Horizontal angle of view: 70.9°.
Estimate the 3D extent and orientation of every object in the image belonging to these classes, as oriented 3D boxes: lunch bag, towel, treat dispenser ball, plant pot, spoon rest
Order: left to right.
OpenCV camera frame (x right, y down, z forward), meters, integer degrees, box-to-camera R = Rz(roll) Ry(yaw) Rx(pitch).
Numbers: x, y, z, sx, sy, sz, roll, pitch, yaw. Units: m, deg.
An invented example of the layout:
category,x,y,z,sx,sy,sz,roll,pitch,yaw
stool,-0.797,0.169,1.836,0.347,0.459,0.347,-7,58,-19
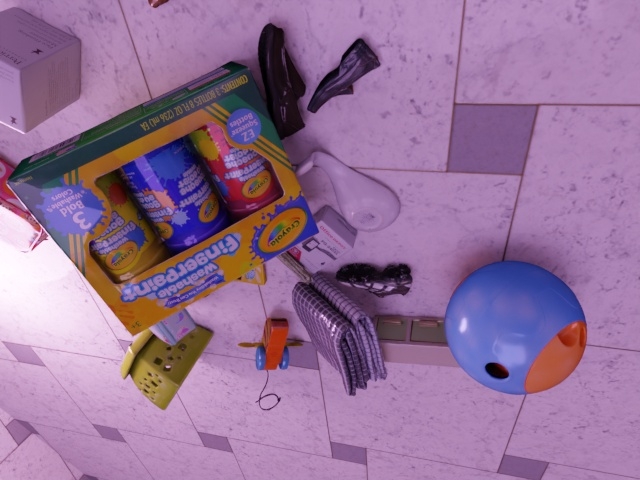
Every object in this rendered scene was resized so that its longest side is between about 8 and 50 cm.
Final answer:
category,x,y,z,sx,sy,sz,roll,pitch,yaw
lunch bag,-0.907,-0.096,1.272,0.293,0.120,0.258,42,129,-19
lunch bag,-0.502,0.170,1.313,0.279,0.108,0.224,21,145,41
plant pot,-0.525,0.390,1.507,0.207,0.227,0.228,34,131,-5
towel,-0.087,0.051,1.164,0.148,0.110,0.027,44,85,-24
towel,0.043,0.255,1.208,0.235,0.121,0.284,34,149,47
spoon rest,0.065,-0.109,1.002,0.276,0.084,0.137,35,133,-31
treat dispenser ball,0.422,0.189,0.991,0.288,0.288,0.288,9,131,10

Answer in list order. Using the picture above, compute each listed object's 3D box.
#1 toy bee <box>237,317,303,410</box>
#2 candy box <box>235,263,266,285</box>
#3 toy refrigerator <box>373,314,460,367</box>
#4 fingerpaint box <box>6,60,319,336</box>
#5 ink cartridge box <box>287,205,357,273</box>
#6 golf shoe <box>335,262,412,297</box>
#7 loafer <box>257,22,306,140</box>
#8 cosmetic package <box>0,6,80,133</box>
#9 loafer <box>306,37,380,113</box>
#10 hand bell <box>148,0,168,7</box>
category,x,y,z,sx,sy,sz,roll,pitch,yaw
toy bee,-0.174,0.353,1.422,0.195,0.162,0.298,26,102,-26
candy box,-0.206,0.039,1.233,0.105,0.027,0.206,7,131,7
toy refrigerator,0.277,0.272,1.233,0.269,0.102,0.094,0,129,18
fingerpaint box,-0.276,-0.081,0.897,0.444,0.163,0.371,-29,122,-10
ink cartridge box,0.000,0.000,1.111,0.109,0.063,0.150,40,130,-17
golf shoe,0.136,0.113,1.158,0.198,0.077,0.094,2,130,17
loafer,-0.070,-0.307,0.874,0.078,0.080,0.220,-14,132,-12
cosmetic package,-0.617,-0.350,0.922,0.151,0.184,0.151,26,132,-6
loafer,0.039,-0.295,0.850,0.061,0.062,0.170,35,132,-20
hand bell,-0.237,-0.479,0.769,0.242,0.126,0.126,-17,124,44
